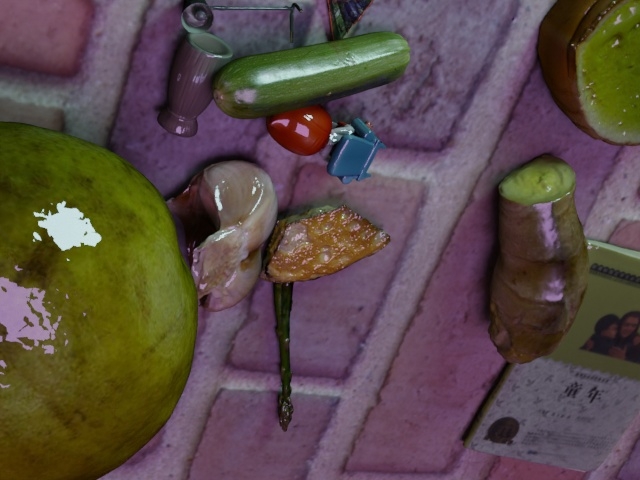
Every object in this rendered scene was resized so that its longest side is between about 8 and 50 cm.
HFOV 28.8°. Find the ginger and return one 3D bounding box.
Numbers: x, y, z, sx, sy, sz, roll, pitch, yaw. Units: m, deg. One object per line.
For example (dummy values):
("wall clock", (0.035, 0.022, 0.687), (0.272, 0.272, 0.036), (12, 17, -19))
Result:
("ginger", (0.265, 0.031, 1.508), (0.109, 0.116, 0.263), (-42, 137, -46))

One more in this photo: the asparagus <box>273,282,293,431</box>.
("asparagus", (-0.043, 0.140, 1.511), (0.023, 0.022, 0.233), (-46, 144, -48))

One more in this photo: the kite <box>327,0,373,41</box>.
("kite", (0.057, -0.280, 1.265), (0.159, 0.010, 0.190), (28, 111, -36))

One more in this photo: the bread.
("bread", (0.360, -0.213, 1.394), (0.236, 0.070, 0.236), (-11, 128, -14))

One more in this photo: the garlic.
("garlic", (-0.108, -0.001, 1.350), (0.124, 0.099, 0.174), (-17, 135, -35))

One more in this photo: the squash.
("squash", (-0.008, -0.168, 1.256), (0.228, 0.066, 0.066), (-17, 129, -30))

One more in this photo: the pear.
("pear", (-0.295, 0.060, 1.164), (0.352, 0.352, 0.413), (-35, 135, 4))

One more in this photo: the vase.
("vase", (-0.129, -0.156, 1.252), (0.053, 0.053, 0.101), (10, 123, -27))

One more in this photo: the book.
("book", (0.363, 0.168, 1.684), (0.239, 0.035, 0.352), (14, 117, -27))

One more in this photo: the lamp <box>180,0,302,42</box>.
("lamp", (-0.080, -0.225, 1.229), (0.121, 0.054, 0.041), (4, 122, -15))

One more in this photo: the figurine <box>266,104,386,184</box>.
("figurine", (0.000, -0.111, 1.319), (0.140, 0.075, 0.068), (18, 115, -33))

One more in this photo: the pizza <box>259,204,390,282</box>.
("pizza", (0.000, 0.000, 1.421), (0.160, 0.036, 0.099), (-19, 128, -9))
